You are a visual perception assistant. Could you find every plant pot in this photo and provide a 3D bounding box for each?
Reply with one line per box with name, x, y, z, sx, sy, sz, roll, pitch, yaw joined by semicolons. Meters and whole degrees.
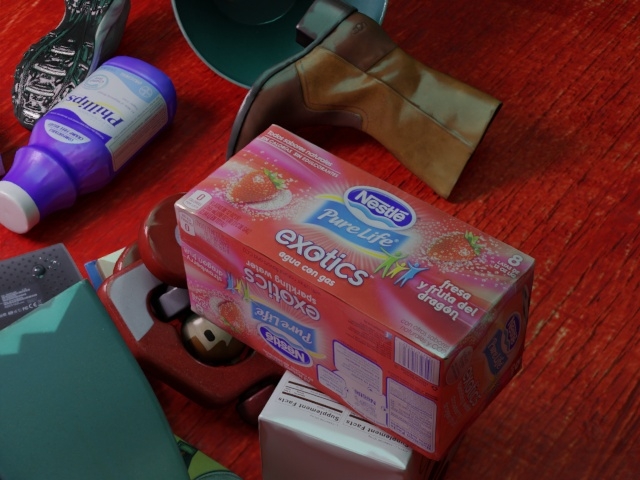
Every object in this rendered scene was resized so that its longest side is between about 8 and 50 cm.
plant pot;-0.222;0.190;1.223;0.166;0.165;0.234;-34;83;-19
plant pot;-0.072;-0.354;1.788;0.290;0.290;0.195;-12;16;-11

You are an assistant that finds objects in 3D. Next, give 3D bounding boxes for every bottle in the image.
bottle;-0.300;-0.120;1.657;0.118;0.092;0.283;25;51;21

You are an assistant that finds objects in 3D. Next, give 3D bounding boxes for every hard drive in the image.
hard drive;-0.311;0.122;1.395;0.172;0.054;0.254;-18;49;-15

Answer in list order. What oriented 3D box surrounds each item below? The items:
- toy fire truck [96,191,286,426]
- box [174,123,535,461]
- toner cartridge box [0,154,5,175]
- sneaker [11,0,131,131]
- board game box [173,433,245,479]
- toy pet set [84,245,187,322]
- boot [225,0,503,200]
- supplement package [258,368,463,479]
toy fire truck;-0.073;0.059;1.438;0.302;0.169;0.254;-31;83;-29
box;0.028;0.043;1.196;0.300;0.154;0.142;29;53;28
toner cartridge box;-0.566;-0.176;1.722;0.165;0.075;0.348;-27;52;-23
sneaker;-0.323;-0.254;1.787;0.100;0.108;0.271;17;66;16
board game box;-0.198;0.260;1.331;0.243;0.042;0.165;29;53;24
toy pet set;-0.229;0.070;1.516;0.122;0.065;0.114;-24;86;-17
boot;0.050;-0.137;1.676;0.280;0.096;0.264;35;80;4
supplement package;0.052;0.179;1.304;0.149;0.194;0.203;18;49;17
